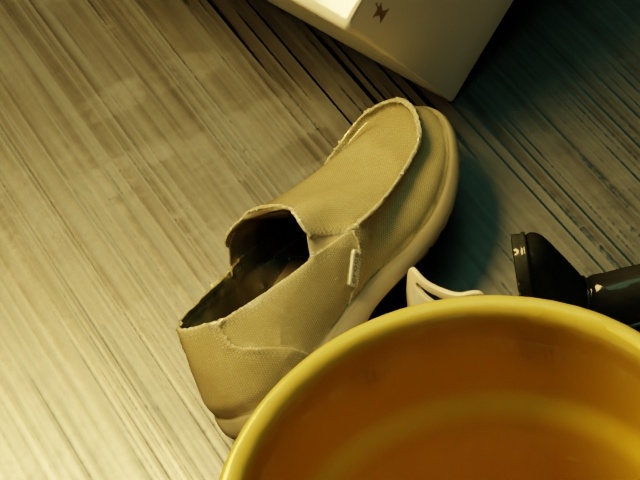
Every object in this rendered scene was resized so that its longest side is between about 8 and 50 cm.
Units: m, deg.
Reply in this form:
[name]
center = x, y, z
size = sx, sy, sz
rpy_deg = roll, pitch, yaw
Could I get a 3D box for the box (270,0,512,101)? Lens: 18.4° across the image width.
[box]
center = -0.014, -0.282, 1.400
size = 0.345, 0.168, 0.215
rpy_deg = 33, 93, 32

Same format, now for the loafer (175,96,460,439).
[loafer]
center = 0.000, 0.000, 1.244
size = 0.102, 0.092, 0.268
rpy_deg = -7, 43, 45

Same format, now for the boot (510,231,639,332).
[boot]
center = 0.170, 0.029, 1.192
size = 0.099, 0.121, 0.045
rpy_deg = -10, 51, 11

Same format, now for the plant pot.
[plant pot]
center = 0.087, 0.196, 0.986
size = 0.254, 0.239, 0.254
rpy_deg = -5, 50, 6

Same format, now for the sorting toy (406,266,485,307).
[sorting toy]
center = 0.080, 0.047, 1.218
size = 0.083, 0.075, 0.045
rpy_deg = 20, 57, 26
